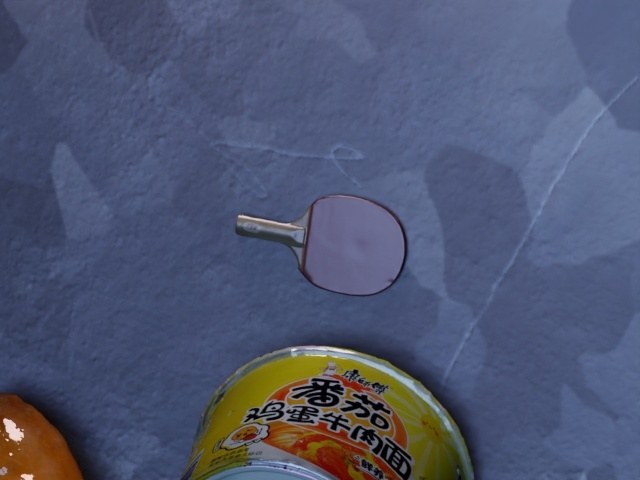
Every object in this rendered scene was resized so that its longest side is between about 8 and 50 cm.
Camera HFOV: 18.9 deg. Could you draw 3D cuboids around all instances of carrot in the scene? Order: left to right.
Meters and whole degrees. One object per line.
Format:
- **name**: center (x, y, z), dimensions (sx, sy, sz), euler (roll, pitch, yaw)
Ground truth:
- **carrot**: center (-0.263, 0.241, 1.720), dimensions (0.159, 0.159, 0.225), euler (-22, 79, 17)

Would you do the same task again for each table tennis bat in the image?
- **table tennis bat**: center (0.000, 0.000, 1.691), dimensions (0.157, 0.013, 0.087), euler (10, 99, 14)

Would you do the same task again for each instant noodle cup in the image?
- **instant noodle cup**: center (-0.011, 0.238, 1.588), dimensions (0.264, 0.200, 0.264), euler (3, 105, 13)
